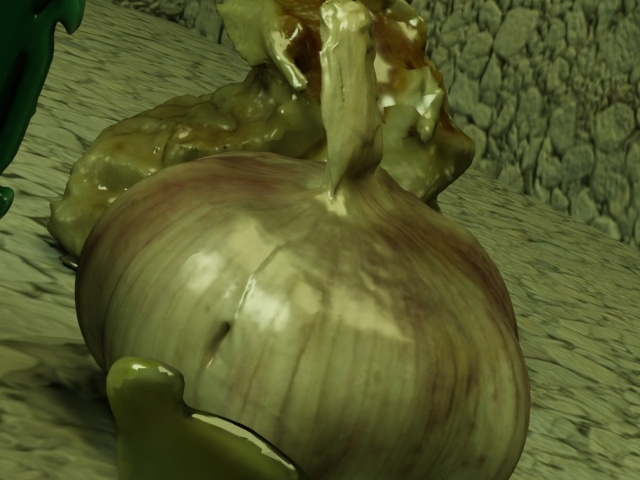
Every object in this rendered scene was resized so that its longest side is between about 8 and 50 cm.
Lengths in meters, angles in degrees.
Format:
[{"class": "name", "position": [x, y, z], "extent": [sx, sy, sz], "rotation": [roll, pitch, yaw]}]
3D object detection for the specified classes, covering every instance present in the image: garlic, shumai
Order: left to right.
[{"class": "shumai", "position": [-0.006, -0.070, 1.296], "extent": [0.267, 0.262, 0.314], "rotation": [30, 10, 35]}, {"class": "garlic", "position": [0.000, 0.000, 0.950], "extent": [0.245, 0.253, 0.245], "rotation": [14, 8, -2]}]

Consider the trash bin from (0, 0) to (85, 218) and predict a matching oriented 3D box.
[{"class": "trash bin", "position": [-0.236, -0.085, 0.757], "extent": [0.259, 0.295, 0.381], "rotation": [21, 14, -10]}]

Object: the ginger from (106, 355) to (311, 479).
[{"class": "ginger", "position": [0.065, 0.125, 0.507], "extent": [0.413, 0.211, 0.358], "rotation": [19, 8, -21]}]
